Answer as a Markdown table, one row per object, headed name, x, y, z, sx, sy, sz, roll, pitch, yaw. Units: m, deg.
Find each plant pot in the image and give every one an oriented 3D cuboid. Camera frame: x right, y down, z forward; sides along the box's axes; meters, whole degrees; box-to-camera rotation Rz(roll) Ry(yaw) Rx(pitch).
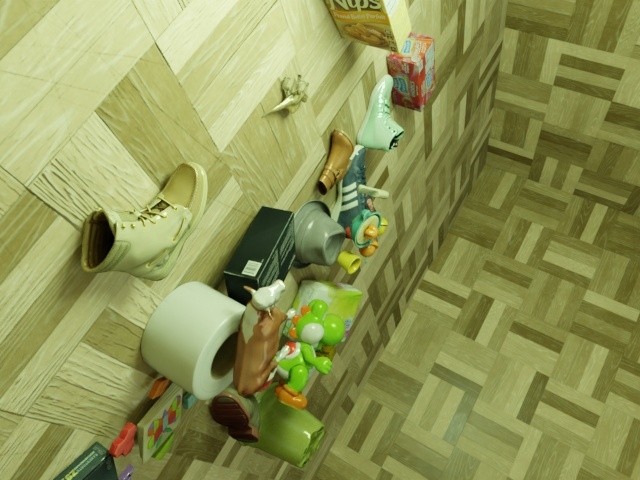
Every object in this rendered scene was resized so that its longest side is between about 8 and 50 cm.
| name | x | y | z | sx | sy | sz | roll | pitch | yaw |
| --- | --- | --- | --- | --- | --- | --- | --- | --- | --- |
| plant pot | -0.130 | 0.722 | 2.053 | 0.276 | 0.254 | 0.276 | -48 | 151 | -37 |

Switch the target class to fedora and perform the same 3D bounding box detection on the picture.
| name | x | y | z | sx | sy | sz | roll | pitch | yaw |
| --- | --- | --- | --- | --- | --- | --- | --- | --- | --- |
| fedora | 0.000 | 0.000 | 1.779 | 0.244 | 0.124 | 0.275 | -62 | 157 | -10 |

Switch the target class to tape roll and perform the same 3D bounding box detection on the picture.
| name | x | y | z | sx | sy | sz | roll | pitch | yaw |
| --- | --- | --- | --- | --- | --- | --- | --- | --- | --- |
| tape roll | -0.292 | 0.245 | 1.325 | 0.246 | 0.169 | 0.246 | -47 | 151 | -36 |

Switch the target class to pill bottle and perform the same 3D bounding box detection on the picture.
| name | x | y | z | sx | sy | sz | roll | pitch | yaw |
| --- | --- | --- | --- | --- | --- | --- | --- | --- | --- |
| pill bottle | 0.018 | 0.410 | 2.242 | 0.117 | 0.117 | 0.208 | -21 | 132 | -59 |

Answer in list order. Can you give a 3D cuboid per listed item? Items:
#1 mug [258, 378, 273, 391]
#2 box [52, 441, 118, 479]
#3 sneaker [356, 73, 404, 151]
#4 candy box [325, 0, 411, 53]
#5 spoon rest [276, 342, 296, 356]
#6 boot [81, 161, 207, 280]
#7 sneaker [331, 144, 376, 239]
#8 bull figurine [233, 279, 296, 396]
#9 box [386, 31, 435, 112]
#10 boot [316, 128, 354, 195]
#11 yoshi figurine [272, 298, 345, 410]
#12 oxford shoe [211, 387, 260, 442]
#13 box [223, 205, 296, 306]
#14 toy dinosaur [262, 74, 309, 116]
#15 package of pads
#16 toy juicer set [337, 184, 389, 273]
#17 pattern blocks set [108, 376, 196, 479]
| name | x | y | z | sx | sy | sz | roll | pitch | yaw |
| --- | --- | --- | --- | --- | --- | --- | --- | --- | --- |
| mug | -0.224 | 0.383 | 1.735 | 0.113 | 0.150 | 0.169 | -13 | 136 | -5 |
| box | -0.559 | 0.610 | 1.246 | 0.183 | 0.059 | 0.233 | -40 | 146 | -46 |
| sneaker | 0.236 | -0.427 | 1.833 | 0.094 | 0.151 | 0.256 | -1 | 113 | -64 |
| candy box | 0.105 | -0.602 | 1.324 | 0.087 | 0.183 | 0.316 | -65 | 158 | -4 |
| spoon rest | -0.133 | 0.455 | 2.033 | 0.137 | 0.084 | 0.276 | -63 | 171 | -3 |
| boot | -0.336 | -0.048 | 1.036 | 0.262 | 0.095 | 0.203 | -62 | 157 | 4 |
| sneaker | 0.138 | -0.159 | 1.891 | 0.131 | 0.148 | 0.350 | -35 | 143 | -50 |
| bull figurine | -0.136 | 0.221 | 1.290 | 0.188 | 0.101 | 0.310 | -17 | 126 | -64 |
| box | 0.325 | -0.592 | 1.897 | 0.128 | 0.122 | 0.257 | -59 | 157 | -15 |
| boot | 0.040 | -0.243 | 1.696 | 0.152 | 0.073 | 0.197 | -51 | 151 | -22 |
| yoshi figurine | -0.019 | 0.389 | 1.844 | 0.203 | 0.203 | 0.362 | 30 | 79 | -60 |
| oxford shoe | -0.277 | 0.558 | 1.793 | 0.348 | 0.123 | 0.130 | 83 | 12 | -50 |
| box | -0.156 | 0.062 | 1.453 | 0.184 | 0.103 | 0.261 | 87 | 20 | -44 |
| toy dinosaur | -0.070 | -0.362 | 1.353 | 0.183 | 0.053 | 0.093 | -39 | 147 | -47 |
| package of pads | 0.017 | 0.266 | 2.023 | 0.296 | 0.101 | 0.229 | 9 | 105 | -49 |
| toy juicer set | 0.178 | -0.049 | 1.807 | 0.209 | 0.089 | 0.329 | -22 | 136 | -43 |
| pattern blocks set | -0.415 | 0.471 | 1.395 | 0.325 | 0.026 | 0.285 | -58 | 160 | -45 |
